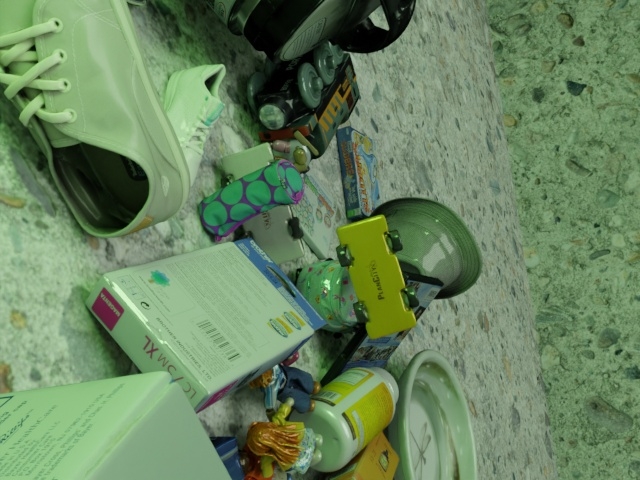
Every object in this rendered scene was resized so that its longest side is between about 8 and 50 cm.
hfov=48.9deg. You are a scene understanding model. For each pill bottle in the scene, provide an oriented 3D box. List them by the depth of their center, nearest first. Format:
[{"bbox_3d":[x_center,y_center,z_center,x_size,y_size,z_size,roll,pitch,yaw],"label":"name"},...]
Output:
[{"bbox_3d":[0.048,0.286,1.171,0.215,0.117,0.117,-20,97,-56],"label":"pill bottle"}]

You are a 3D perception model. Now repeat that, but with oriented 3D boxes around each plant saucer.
[{"bbox_3d":[0.218,0.432,1.468,0.400,0.100,0.400,36,48,-53],"label":"plant saucer"}]

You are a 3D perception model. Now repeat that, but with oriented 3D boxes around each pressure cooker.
[{"bbox_3d":[-0.013,-0.468,1.035,0.420,0.375,0.370,52,37,-5],"label":"pressure cooker"}]

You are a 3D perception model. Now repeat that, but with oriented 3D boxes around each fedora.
[{"bbox_3d":[0.174,0.044,1.423,0.124,0.275,0.243,-40,110,-34],"label":"fedora"}]

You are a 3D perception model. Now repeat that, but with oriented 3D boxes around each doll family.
[{"bbox_3d":[-0.060,0.235,1.010,0.163,0.118,0.263,36,48,-51],"label":"doll family"}]

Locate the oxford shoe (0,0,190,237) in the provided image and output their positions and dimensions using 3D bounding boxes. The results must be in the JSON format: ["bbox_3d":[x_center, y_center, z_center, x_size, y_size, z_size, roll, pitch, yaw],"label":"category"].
[{"bbox_3d":[-0.278,-0.187,0.743,0.449,0.169,0.130,67,30,-29],"label":"oxford shoe"}]

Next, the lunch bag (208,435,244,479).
[{"bbox_3d":[-0.148,0.282,0.880,0.098,0.067,0.065,-9,86,-61],"label":"lunch bag"}]

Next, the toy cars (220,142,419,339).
[{"bbox_3d":[0.000,0.000,1.123,0.394,0.176,0.087,32,6,-2],"label":"toy cars"}]

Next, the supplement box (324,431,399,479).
[{"bbox_3d":[0.067,0.388,1.164,0.078,0.080,0.233,59,17,3],"label":"supplement box"}]

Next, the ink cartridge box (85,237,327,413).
[{"bbox_3d":[-0.129,0.096,0.915,0.186,0.065,0.311,46,27,13],"label":"ink cartridge box"}]

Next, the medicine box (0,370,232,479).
[{"bbox_3d":[-0.201,0.260,0.546,0.263,0.289,0.149,66,31,-20],"label":"medicine box"}]

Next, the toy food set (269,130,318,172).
[{"bbox_3d":[-0.067,-0.129,1.180,0.078,0.122,0.019,44,14,-27],"label":"toy food set"}]

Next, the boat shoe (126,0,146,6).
[{"bbox_3d":[-0.293,-0.358,0.859,0.302,0.091,0.114,5,54,-59],"label":"boat shoe"}]

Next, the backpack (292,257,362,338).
[{"bbox_3d":[0.031,0.094,1.250,0.182,0.115,0.152,13,70,-57],"label":"backpack"}]

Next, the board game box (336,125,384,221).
[{"bbox_3d":[0.091,-0.137,1.548,0.136,0.035,0.201,13,67,-60],"label":"board game box"}]

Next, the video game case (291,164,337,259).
[{"bbox_3d":[-0.019,-0.065,1.326,0.157,0.019,0.143,52,36,-39],"label":"video game case"}]

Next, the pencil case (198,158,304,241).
[{"bbox_3d":[-0.101,-0.059,1.026,0.064,0.152,0.070,-7,75,-66],"label":"pencil case"}]

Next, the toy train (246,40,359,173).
[{"bbox_3d":[-0.021,-0.265,1.294,0.334,0.142,0.190,-67,144,-48],"label":"toy train"}]

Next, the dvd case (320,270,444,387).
[{"bbox_3d":[0.116,0.166,1.287,0.022,0.253,0.180,41,13,28],"label":"dvd case"}]

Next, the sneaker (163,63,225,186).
[{"bbox_3d":[-0.177,-0.166,0.992,0.080,0.094,0.212,40,45,-51],"label":"sneaker"}]
